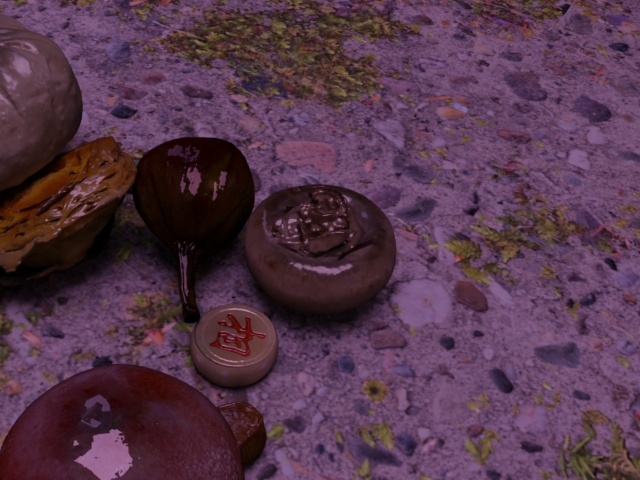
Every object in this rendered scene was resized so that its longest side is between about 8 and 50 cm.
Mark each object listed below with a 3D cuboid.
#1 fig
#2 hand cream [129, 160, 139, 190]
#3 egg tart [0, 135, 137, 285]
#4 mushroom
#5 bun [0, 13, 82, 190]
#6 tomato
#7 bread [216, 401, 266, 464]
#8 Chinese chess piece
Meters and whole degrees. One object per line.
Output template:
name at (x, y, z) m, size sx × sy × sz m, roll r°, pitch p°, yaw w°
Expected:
fig at (-0.163, -0.029, 1.248) m, size 0.191 × 0.190 × 0.290 m, roll -13°, pitch 45°, yaw -20°
hand cream at (-0.334, -0.107, 1.407) m, size 0.174 × 0.047 × 0.076 m, roll 2°, pitch 44°, yaw -19°
egg tart at (-0.390, -0.030, 1.254) m, size 0.297 × 0.132 × 0.297 m, roll -18°, pitch 35°, yaw 13°
mushroom at (0.000, 0.000, 1.252) m, size 0.227 × 0.178 × 0.226 m, roll -1°, pitch 40°, yaw 1°
bun at (-0.539, -0.216, 1.305) m, size 0.360 × 0.211 × 0.359 m, roll -11°, pitch 37°, yaw 8°
tomato at (-0.219, 0.259, 0.928) m, size 0.270 × 0.227 × 0.270 m, roll 2°, pitch 46°, yaw -2°
bread at (-0.109, 0.246, 1.079) m, size 0.085 × 0.053 × 0.085 m, roll -2°, pitch 36°, yaw 1°
Chinese chess piece at (-0.118, 0.143, 1.180) m, size 0.122 × 0.051 × 0.122 m, roll 4°, pitch 45°, yaw -4°
